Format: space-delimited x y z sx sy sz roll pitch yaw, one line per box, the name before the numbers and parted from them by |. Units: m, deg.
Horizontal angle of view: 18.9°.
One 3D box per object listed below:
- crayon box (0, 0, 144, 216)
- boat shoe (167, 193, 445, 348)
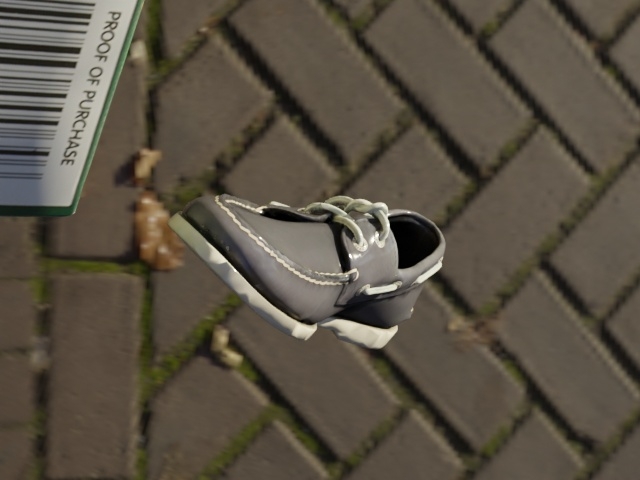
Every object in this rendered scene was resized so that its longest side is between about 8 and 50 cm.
crayon box | -0.131 -0.245 0.680 0.106 0.313 0.363 1 130 -30
boat shoe | 0.000 0.000 0.835 0.065 0.206 0.075 -48 69 9
